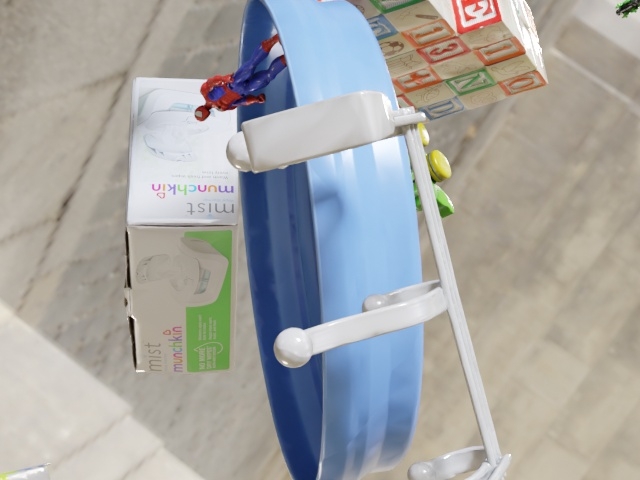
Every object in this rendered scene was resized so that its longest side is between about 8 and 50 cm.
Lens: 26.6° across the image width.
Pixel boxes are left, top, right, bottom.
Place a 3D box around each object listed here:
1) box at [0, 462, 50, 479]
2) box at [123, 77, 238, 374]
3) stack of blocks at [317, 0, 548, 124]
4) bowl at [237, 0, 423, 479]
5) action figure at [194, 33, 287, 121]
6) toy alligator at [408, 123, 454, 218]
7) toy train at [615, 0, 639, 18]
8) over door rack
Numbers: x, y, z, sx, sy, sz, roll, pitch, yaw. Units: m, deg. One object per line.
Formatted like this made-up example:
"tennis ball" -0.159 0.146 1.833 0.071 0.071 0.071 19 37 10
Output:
"box" -0.327 0.248 1.280 0.109 0.042 0.178 -17 173 6
"box" -0.159 -0.014 1.555 0.262 0.127 0.231 96 -8 -47
"stack of blocks" 0.087 -0.208 1.261 0.171 0.087 0.297 -16 160 20
"bowl" 0.000 0.000 1.056 0.077 0.391 0.391 -6 154 -10
"action figure" -0.057 -0.117 1.005 0.115 0.038 0.030 -28 -133 41
"toy alligator" 0.060 -0.085 1.190 0.056 0.189 0.051 -27 -158 25
"toy train" 0.327 -0.244 1.342 0.024 0.017 0.083 -40 -172 -39
"over door rack" 0.021 0.050 0.682 0.108 0.239 0.324 -15 -177 8
